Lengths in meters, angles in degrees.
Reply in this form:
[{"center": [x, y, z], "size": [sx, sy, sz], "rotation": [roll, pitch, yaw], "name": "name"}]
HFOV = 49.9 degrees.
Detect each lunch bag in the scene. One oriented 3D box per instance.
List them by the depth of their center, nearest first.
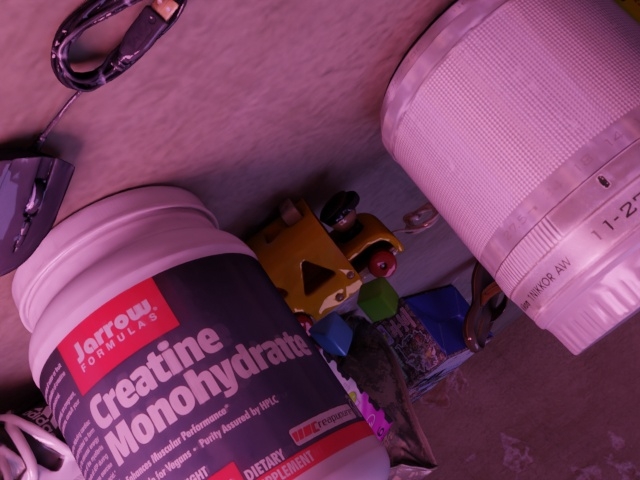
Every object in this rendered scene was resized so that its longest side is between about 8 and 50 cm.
[{"center": [0.029, 0.296, 1.135], "size": [0.169, 0.287, 0.235], "rotation": [8, 135, -31], "name": "lunch bag"}]

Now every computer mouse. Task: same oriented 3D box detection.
[{"center": [-0.151, -0.053, 0.399], "size": [0.242, 0.041, 0.071], "rotation": [-46, 157, 23], "name": "computer mouse"}]

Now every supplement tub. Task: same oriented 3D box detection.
[{"center": [-0.095, 0.113, 0.517], "size": [0.191, 0.272, 0.191], "rotation": [-31, 159, -13], "name": "supplement tub"}]

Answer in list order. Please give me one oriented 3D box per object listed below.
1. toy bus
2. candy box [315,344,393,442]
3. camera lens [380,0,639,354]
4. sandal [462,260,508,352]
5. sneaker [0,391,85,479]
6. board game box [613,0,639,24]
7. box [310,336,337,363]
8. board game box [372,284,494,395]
[{"center": [-0.008, 0.009, 0.673], "size": [0.191, 0.104, 0.202], "rotation": [-16, -148, 42], "name": "toy bus"}, {"center": [-0.019, 0.215, 0.757], "size": [0.159, 0.071, 0.233], "rotation": [-56, 142, -15], "name": "candy box"}, {"center": [0.201, -0.073, 0.576], "size": [0.219, 0.274, 0.219], "rotation": [-31, 159, -13], "name": "camera lens"}, {"center": [0.330, 0.117, 1.341], "size": [0.060, 0.090, 0.219], "rotation": [-11, -138, 40], "name": "sandal"}, {"center": [-0.323, 0.190, 0.570], "size": [0.257, 0.169, 0.447], "rotation": [-54, 157, -28], "name": "sneaker"}, {"center": [0.321, -0.191, 0.775], "size": [0.043, 0.092, 0.181], "rotation": [-28, 158, -18], "name": "board game box"}, {"center": [-0.143, 0.286, 0.947], "size": [0.294, 0.182, 0.296], "rotation": [-11, 147, -49], "name": "box"}, {"center": [0.170, 0.245, 1.417], "size": [0.291, 0.141, 0.232], "rotation": [-47, 157, 28], "name": "board game box"}]
